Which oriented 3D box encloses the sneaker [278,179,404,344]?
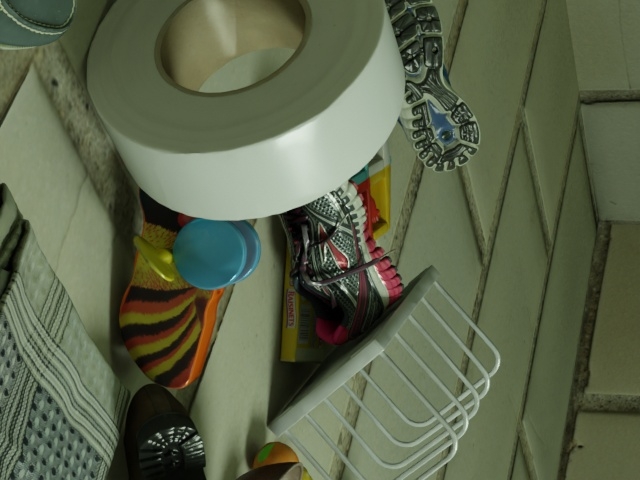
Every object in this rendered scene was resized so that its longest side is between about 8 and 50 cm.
[{"bbox_3d":[0.000,0.000,1.888,0.112,0.121,0.299,-46,123,-23],"label":"sneaker"}]

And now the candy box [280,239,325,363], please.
[{"bbox_3d":[-0.018,0.054,2.002,0.105,0.027,0.205,17,76,-71],"label":"candy box"}]

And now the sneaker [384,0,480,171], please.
[{"bbox_3d":[0.119,-0.259,2.270,0.330,0.130,0.147,67,-6,-28],"label":"sneaker"}]

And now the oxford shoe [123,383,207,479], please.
[{"bbox_3d":[-0.153,0.229,1.535,0.096,0.083,0.227,-120,-152,-45],"label":"oxford shoe"}]

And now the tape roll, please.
[{"bbox_3d":[-0.068,-0.159,1.446,0.100,0.286,0.286,67,31,-50],"label":"tape roll"}]

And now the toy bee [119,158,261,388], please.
[{"bbox_3d":[-0.132,-0.016,1.524,0.298,0.162,0.195,-61,173,-16],"label":"toy bee"}]

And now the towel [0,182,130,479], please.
[{"bbox_3d":[-0.251,0.166,1.287,0.324,0.056,0.312,69,29,-47],"label":"towel"}]

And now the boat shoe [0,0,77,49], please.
[{"bbox_3d":[-0.251,-0.233,1.185,0.319,0.099,0.116,49,46,-63],"label":"boat shoe"}]

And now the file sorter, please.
[{"bbox_3d":[0.097,0.193,2.002,0.173,0.193,0.277,48,26,-2],"label":"file sorter"}]

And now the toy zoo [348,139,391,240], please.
[{"bbox_3d":[0.054,-0.087,2.197,0.293,0.030,0.192,-33,122,-67],"label":"toy zoo"}]

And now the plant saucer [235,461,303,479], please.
[{"bbox_3d":[-0.112,0.351,1.565,0.310,0.050,0.310,-60,169,-19],"label":"plant saucer"}]

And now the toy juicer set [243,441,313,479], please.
[{"bbox_3d":[-0.039,0.386,1.907,0.209,0.090,0.329,-94,169,-51],"label":"toy juicer set"}]
